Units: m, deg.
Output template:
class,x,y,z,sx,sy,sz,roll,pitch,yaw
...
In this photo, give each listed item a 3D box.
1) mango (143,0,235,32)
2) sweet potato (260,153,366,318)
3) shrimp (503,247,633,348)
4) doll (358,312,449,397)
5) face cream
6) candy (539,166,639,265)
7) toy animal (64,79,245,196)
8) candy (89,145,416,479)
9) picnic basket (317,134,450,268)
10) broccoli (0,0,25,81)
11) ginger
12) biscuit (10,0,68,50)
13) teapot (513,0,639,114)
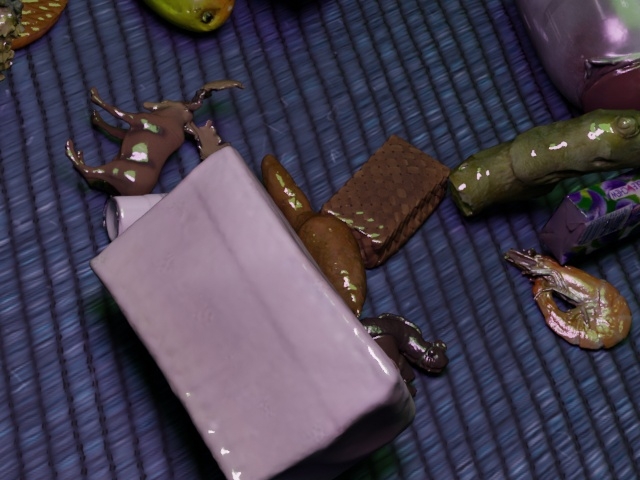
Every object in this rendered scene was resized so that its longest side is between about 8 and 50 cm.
class,x,y,z,sx,sy,sz,roll,pitch,yaw
mango,-0.198,-0.362,2.093,0.233,0.111,0.125,42,21,31
sweet potato,0.000,-0.001,1.855,0.075,0.075,0.269,-13,51,-24
shrimp,0.297,0.069,1.923,0.180,0.041,0.099,36,66,13
doll,0.068,0.136,1.792,0.165,0.057,0.139,10,47,-13
face cream,-0.135,-0.026,1.872,0.244,0.058,0.092,-2,55,-25
candy,0.404,-0.052,1.987,0.312,0.088,0.061,-19,58,-37
toy animal,-0.197,-0.126,1.921,0.186,0.094,0.214,16,56,4
candy,-0.071,0.095,1.682,0.208,0.145,0.358,-38,63,3
picnic basket,0.078,-0.052,1.947,0.110,0.055,0.193,34,53,13
broccoli,-0.464,-0.158,1.788,0.397,0.275,0.353,37,84,15
ginger,0.290,-0.101,1.939,0.290,0.137,0.089,-23,57,22
biscuit,-0.457,-0.333,2.046,0.262,0.037,0.262,8,49,-9
teapot,0.420,-0.284,2.147,0.315,0.233,0.312,17,50,-38
